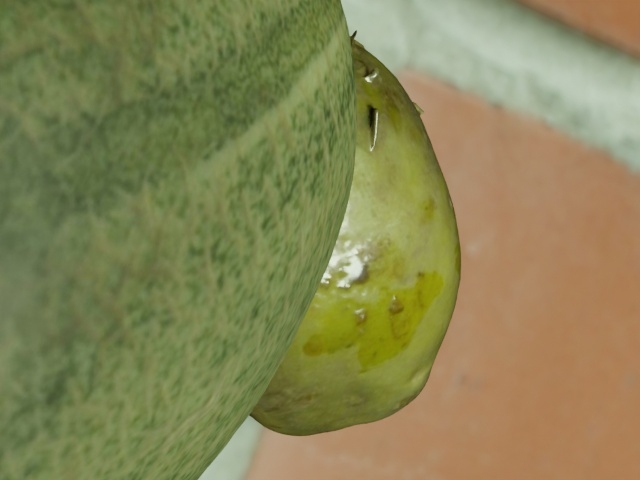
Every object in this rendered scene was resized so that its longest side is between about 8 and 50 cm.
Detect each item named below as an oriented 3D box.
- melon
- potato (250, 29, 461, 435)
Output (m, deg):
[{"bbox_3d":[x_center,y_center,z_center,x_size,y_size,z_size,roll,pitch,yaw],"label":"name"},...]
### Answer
[{"bbox_3d":[-0.142,-0.003,0.405,0.329,0.248,0.248,-29,110,-22],"label":"melon"},{"bbox_3d":[0.000,0.000,0.569,0.092,0.070,0.138,-20,107,-21],"label":"potato"}]
